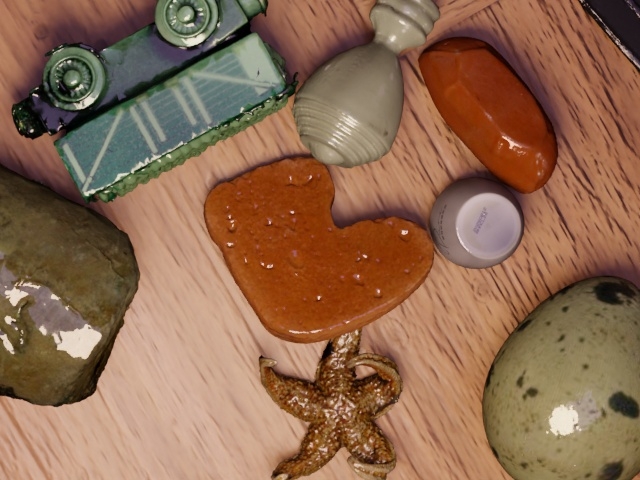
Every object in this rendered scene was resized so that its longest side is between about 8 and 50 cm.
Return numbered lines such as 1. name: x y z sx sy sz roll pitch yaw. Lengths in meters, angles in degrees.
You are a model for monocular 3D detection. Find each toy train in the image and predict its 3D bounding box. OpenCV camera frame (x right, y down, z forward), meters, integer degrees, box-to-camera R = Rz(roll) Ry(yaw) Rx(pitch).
1. toy train: -0.157 -0.146 1.819 0.269 0.115 0.154 -29 90 -4

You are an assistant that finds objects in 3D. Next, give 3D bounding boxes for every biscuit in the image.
1. biscuit: 0.000 0.000 1.855 0.186 0.036 0.192 -28 72 -9

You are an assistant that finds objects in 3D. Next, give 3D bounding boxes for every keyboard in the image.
1. keyboard: 0.360 -0.182 1.915 0.087 0.017 0.250 -44 96 -3

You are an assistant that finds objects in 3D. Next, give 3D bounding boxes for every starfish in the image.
1. starfish: 0.009 0.150 1.867 0.146 0.074 0.190 6 87 -5

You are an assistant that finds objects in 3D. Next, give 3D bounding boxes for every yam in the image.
1. yam: -0.315 0.025 1.777 0.300 0.195 0.195 30 90 -6

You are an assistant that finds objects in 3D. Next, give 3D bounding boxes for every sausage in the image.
1. sausage: 0.167 -0.127 1.866 0.089 0.089 0.179 -39 86 -3

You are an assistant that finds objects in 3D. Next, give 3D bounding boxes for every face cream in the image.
1. face cream: 0.155 -0.016 1.863 0.091 0.095 0.091 0 93 -6

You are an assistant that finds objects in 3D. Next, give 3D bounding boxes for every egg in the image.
1. egg: 0.252 0.141 1.842 0.177 0.177 0.228 27 77 -6

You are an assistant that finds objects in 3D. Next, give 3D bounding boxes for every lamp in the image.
1. lamp: 0.048 -0.157 1.849 0.106 0.106 0.193 32 80 -6
